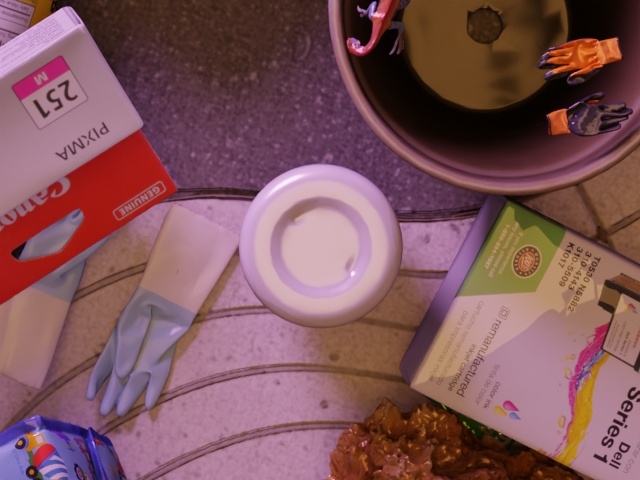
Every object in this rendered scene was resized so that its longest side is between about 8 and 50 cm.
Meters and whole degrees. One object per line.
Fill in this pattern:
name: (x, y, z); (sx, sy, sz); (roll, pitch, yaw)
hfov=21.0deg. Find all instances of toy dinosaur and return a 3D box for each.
toy dinosaur: (0.049, -0.195, 1.438); (0.047, 0.090, 0.082); (21, 62, 14)

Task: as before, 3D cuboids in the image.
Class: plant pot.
plant pot: (0.166, -0.206, 1.607); (0.323, 0.280, 0.323); (0, 92, 0)

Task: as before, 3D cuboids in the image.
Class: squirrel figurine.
squirrel figurine: (0.082, 0.359, 1.681); (0.370, 0.281, 0.397); (6, 80, 10)

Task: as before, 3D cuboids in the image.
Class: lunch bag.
lunch bag: (-0.229, 0.296, 1.635); (0.138, 0.293, 0.221); (-26, 77, 10)

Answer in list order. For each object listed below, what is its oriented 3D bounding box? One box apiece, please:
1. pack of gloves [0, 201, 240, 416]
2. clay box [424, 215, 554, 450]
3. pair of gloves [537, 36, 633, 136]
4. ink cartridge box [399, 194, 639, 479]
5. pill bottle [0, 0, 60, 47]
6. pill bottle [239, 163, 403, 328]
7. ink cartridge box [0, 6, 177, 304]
pack of gloves: (-0.218, 0.053, 1.750); (0.195, 0.046, 0.232); (27, 93, -16)
clay box: (0.208, 0.100, 1.738); (0.127, 0.053, 0.222); (38, 92, -3)
pair of gloves: (0.225, -0.130, 1.468); (0.074, 0.010, 0.083); (-10, 94, 0)
ink cartridge box: (0.246, 0.105, 1.653); (0.278, 0.117, 0.201); (27, 94, -6)
pill bottle: (-0.341, -0.251, 1.650); (0.188, 0.188, 0.334); (20, 95, -1)
pill bottle: (0.000, 0.000, 1.627); (0.146, 0.264, 0.146); (0, 92, 0)
ink cartridge box: (-0.290, -0.050, 1.620); (0.275, 0.060, 0.239); (-33, 126, -5)
